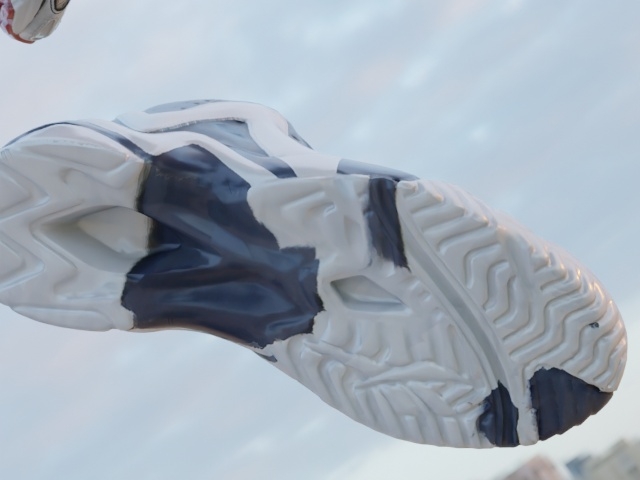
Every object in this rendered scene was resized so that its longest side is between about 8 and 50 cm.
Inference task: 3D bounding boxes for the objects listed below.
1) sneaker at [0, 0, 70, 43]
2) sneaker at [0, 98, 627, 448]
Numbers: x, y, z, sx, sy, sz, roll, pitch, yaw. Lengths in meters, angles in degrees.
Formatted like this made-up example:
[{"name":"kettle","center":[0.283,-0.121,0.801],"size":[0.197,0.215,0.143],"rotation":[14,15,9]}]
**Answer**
[{"name":"sneaker","center":[-0.062,-0.169,0.722],"size":[0.092,0.088,0.225],"rotation":[17,-66,-37]},{"name":"sneaker","center":[0.000,0.000,0.723],"size":[0.153,0.235,0.094],"rotation":[-60,-23,-72]}]
